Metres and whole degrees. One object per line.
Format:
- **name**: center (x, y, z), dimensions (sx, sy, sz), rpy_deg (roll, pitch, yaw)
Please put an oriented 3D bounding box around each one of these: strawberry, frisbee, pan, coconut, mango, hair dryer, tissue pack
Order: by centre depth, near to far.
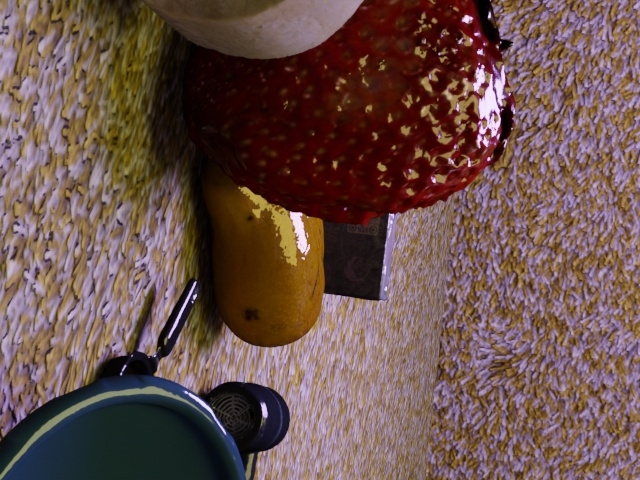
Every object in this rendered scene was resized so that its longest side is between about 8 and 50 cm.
- **frisbee**: center (-0.164, 0.230, 1.127), dimensions (0.289, 0.049, 0.289), rpy_deg (-17, 113, -45)
- **coconut**: center (-0.053, -0.243, 1.227), dimensions (0.222, 0.202, 0.202), rpy_deg (22, 75, -75)
- **pan**: center (-0.152, 0.122, 1.368), dimensions (0.136, 0.028, 0.235), rpy_deg (85, 19, -47)
- **strawberry**: center (0.018, -0.122, 1.431), dimensions (0.288, 0.250, 0.238), rpy_deg (-27, 91, -43)
- **mango**: center (-0.051, 0.000, 1.590), dimensions (0.262, 0.109, 0.157), rpy_deg (81, 24, -48)
- **hair dryer**: center (-0.090, 0.253, 1.656), dimensions (0.124, 0.071, 0.219), rpy_deg (25, 75, -77)
- **tissue pack**: center (0.000, 0.000, 1.722), dimensions (0.051, 0.156, 0.112), rpy_deg (7, 90, -75)
